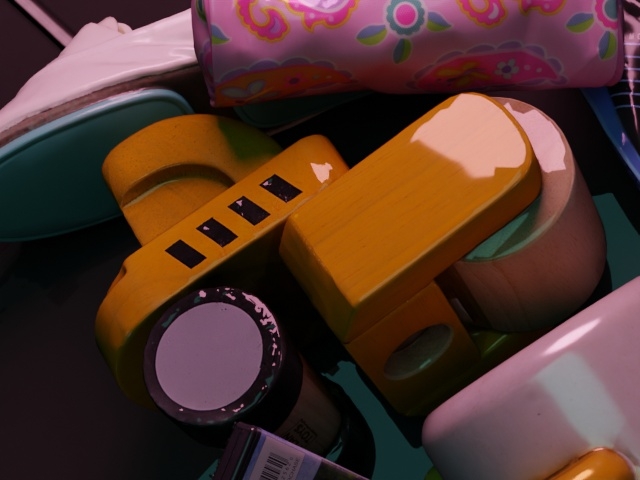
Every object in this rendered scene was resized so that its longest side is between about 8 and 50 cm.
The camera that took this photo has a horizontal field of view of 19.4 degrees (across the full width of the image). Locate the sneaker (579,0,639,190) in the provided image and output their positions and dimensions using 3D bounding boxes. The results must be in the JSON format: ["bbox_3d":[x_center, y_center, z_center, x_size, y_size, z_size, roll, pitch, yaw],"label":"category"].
[{"bbox_3d":[0.231,-0.101,1.285,0.090,0.081,0.232,-31,71,9],"label":"sneaker"}]

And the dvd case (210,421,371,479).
[{"bbox_3d":[0.007,0.238,1.168,0.022,0.253,0.180,12,76,50],"label":"dvd case"}]

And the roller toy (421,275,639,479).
[{"bbox_3d":[0.174,0.123,1.152,0.191,0.209,0.146,-32,82,-17],"label":"roller toy"}]

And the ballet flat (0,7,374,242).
[{"bbox_3d":[-0.093,-0.122,1.343,0.400,0.139,0.139,-23,72,0],"label":"ballet flat"}]

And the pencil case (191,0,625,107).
[{"bbox_3d":[0.058,-0.151,1.212,0.284,0.124,0.124,-4,74,-5],"label":"pencil case"}]

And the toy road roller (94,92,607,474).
[{"bbox_3d":[0.000,0.000,1.247,0.329,0.202,0.241,-34,61,1],"label":"toy road roller"}]
